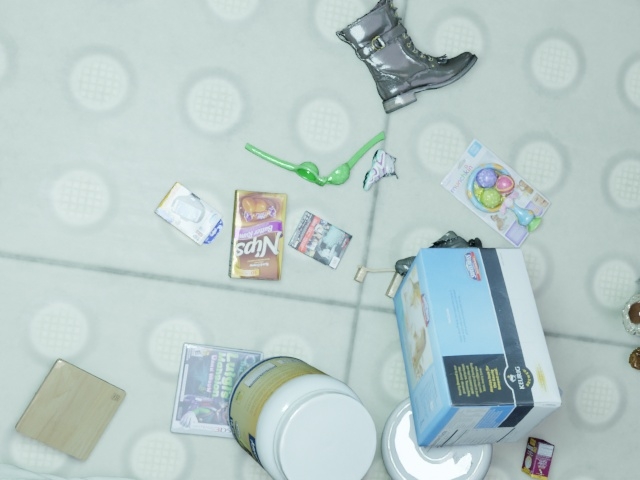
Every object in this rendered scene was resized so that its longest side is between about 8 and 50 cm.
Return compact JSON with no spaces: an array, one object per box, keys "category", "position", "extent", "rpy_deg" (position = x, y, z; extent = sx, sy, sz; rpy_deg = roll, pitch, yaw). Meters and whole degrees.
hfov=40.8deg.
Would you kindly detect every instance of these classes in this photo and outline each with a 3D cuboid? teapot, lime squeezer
[{"category":"teapot","position":[0.255,0.449,1.867],"extent":[0.256,0.187,0.253],"rpy_deg":[-11,67,6]},{"category":"lime squeezer","position":[-0.003,-0.170,1.853],"extent":[0.310,0.059,0.110],"rpy_deg":[-6,93,-12]}]

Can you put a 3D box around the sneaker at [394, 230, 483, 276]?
[{"category":"sneaker","position":[0.267,0.032,1.905],"extent":[0.234,0.078,0.106],"rpy_deg":[-1,85,-23]}]

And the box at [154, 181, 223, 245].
[{"category":"box","position":[-0.271,-0.052,1.810],"extent":[0.136,0.028,0.081],"rpy_deg":[36,84,-9]}]

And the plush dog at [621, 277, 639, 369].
[{"category":"plush dog","position":[0.834,0.214,2.009],"extent":[0.262,0.210,0.226],"rpy_deg":[0,107,15]}]

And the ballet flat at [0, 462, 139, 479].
[{"category":"ballet flat","position":[-0.497,0.538,1.723],"extent":[0.400,0.139,0.139],"rpy_deg":[14,88,-13]}]

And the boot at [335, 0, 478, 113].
[{"category":"boot","position":[0.191,-0.423,1.871],"extent":[0.263,0.091,0.229],"rpy_deg":[-28,98,-8]}]

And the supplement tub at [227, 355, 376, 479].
[{"category":"supplement tub","position":[-0.041,0.365,1.711],"extent":[0.228,0.316,0.228],"rpy_deg":[-1,93,-21]}]

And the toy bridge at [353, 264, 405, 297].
[{"category":"toy bridge","position":[0.164,0.097,1.911],"extent":[0.188,0.026,0.063],"rpy_deg":[27,83,-12]}]

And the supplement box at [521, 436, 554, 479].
[{"category":"supplement box","position":[0.500,0.502,1.982],"extent":[0.043,0.055,0.083],"rpy_deg":[14,88,-12]}]

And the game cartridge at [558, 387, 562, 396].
[{"category":"game cartridge","position":[0.524,0.369,2.004],"extent":[0.056,0.017,0.083],"rpy_deg":[44,83,-14]}]

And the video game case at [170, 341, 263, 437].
[{"category":"video game case","position":[-0.220,0.322,1.834],"extent":[0.173,0.022,0.190],"rpy_deg":[9,89,-13]}]

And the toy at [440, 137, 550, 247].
[{"category":"toy","position":[0.406,-0.107,1.945],"extent":[0.237,0.056,0.137],"rpy_deg":[39,82,-11]}]

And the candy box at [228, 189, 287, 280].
[{"category":"candy box","position":[-0.133,-0.011,1.830],"extent":[0.109,0.053,0.187],"rpy_deg":[4,92,-13]}]

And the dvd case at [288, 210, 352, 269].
[{"category":"dvd case","position":[0.000,0.000,1.879],"extent":[0.119,0.013,0.087],"rpy_deg":[27,86,-11]}]

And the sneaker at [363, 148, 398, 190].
[{"category":"sneaker","position":[0.138,-0.145,1.893],"extent":[0.069,0.038,0.098],"rpy_deg":[24,87,-11]}]

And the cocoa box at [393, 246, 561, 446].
[{"category":"cocoa box","position":[0.302,0.214,1.742],"extent":[0.227,0.231,0.347],"rpy_deg":[0,58,-12]}]

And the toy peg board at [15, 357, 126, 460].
[{"category":"toy peg board","position":[-0.511,0.335,1.753],"extent":[0.160,0.079,0.161],"rpy_deg":[34,85,-27]}]
